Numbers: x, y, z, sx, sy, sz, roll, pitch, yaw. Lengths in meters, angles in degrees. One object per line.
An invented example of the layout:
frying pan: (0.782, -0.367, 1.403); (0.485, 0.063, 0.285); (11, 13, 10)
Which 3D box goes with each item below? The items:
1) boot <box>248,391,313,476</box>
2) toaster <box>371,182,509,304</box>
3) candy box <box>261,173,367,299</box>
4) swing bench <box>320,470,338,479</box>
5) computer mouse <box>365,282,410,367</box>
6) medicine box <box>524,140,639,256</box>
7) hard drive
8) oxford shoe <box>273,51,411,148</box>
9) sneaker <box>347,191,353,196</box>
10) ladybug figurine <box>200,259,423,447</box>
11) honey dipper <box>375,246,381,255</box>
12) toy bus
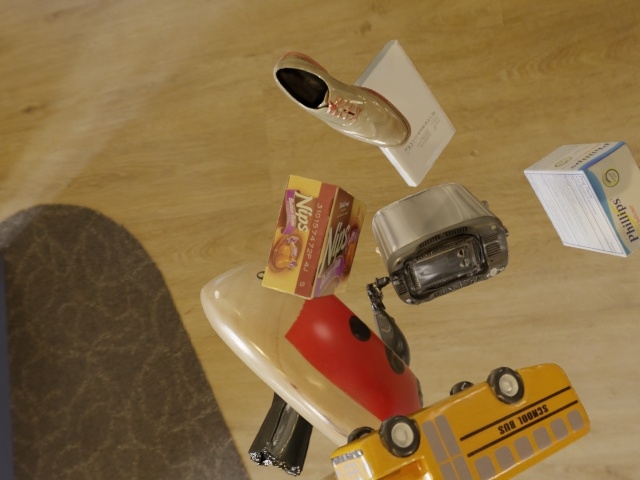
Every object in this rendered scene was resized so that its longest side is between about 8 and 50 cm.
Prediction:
boot: (-0.012, 0.347, 1.260); (0.247, 0.094, 0.207); (-5, 53, 35)
toaster: (0.178, 0.003, 1.061); (0.227, 0.146, 0.129); (-22, 126, 2)
candy box: (0.000, 0.000, 0.684); (0.053, 0.187, 0.109); (14, 90, 11)
swing bench: (0.179, 0.546, 1.371); (0.255, 0.165, 0.253); (-30, 102, -25)
computer mouse: (0.196, 0.255, 1.816); (0.072, 0.188, 0.272); (-15, 63, 2)
medicine box: (0.738, -0.117, 1.791); (0.149, 0.289, 0.263); (-34, 102, -8)
hard drive: (0.235, -0.357, 1.883); (0.047, 0.353, 0.233); (15, 63, 52)
oxford shoe: (0.043, -0.296, 1.478); (0.349, 0.130, 0.122); (27, 115, -3)
sneaker: (0.030, -0.099, 2.035); (0.069, 0.084, 0.185); (57, 151, -6)
ladybug figurine: (0.011, 0.189, 1.041); (0.162, 0.305, 0.449); (-47, 110, -6)
honey dipper: (0.182, 0.078, 1.675); (0.030, 0.030, 0.160); (-40, 59, 15)
toy bus: (0.186, 0.258, 0.857); (0.130, 0.333, 0.108); (67, 150, 14)
